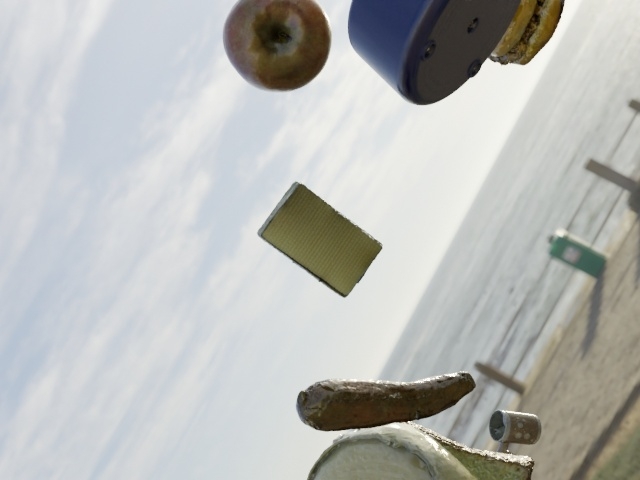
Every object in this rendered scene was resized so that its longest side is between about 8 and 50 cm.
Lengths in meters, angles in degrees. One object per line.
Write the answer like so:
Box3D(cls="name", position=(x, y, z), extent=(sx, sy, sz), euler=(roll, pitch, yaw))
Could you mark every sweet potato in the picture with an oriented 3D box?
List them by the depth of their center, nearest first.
Box3D(cls="sweet potato", position=(0.091, 0.221, 1.372), extent=(0.075, 0.273, 0.075), euler=(179, 90, -67))

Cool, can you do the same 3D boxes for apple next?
Box3D(cls="apple", position=(-0.073, -0.347, 1.718), extent=(0.188, 0.188, 0.174), euler=(-62, 3, 0))

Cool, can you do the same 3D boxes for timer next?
Box3D(cls="timer", position=(0.072, -0.398, 1.419), extent=(0.270, 0.383, 0.270), euler=(-42, -24, -23))

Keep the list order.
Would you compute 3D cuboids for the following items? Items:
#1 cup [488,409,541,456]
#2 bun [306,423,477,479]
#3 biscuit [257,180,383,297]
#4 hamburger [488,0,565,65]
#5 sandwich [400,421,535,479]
Box3D(cls="cup", position=(0.440, 0.434, 2.235), extent=(0.074, 0.099, 0.102), euler=(132, 143, -56))
Box3D(cls="bun", position=(0.144, 0.466, 1.612), extent=(0.202, 0.364, 0.364), euler=(-6, -50, -47))
Box3D(cls="biscuit", position=(0.000, 0.000, 1.725), extent=(0.121, 0.199, 0.040), euler=(-55, 20, -6))
Box3D(cls="hamburger", position=(0.345, -0.400, 1.768), extent=(0.182, 0.118, 0.191), euler=(-84, 14, -48))
Box3D(cls="sandwich", position=(0.216, 0.483, 1.829), extent=(0.099, 0.301, 0.271), euler=(-7, -65, -79))
